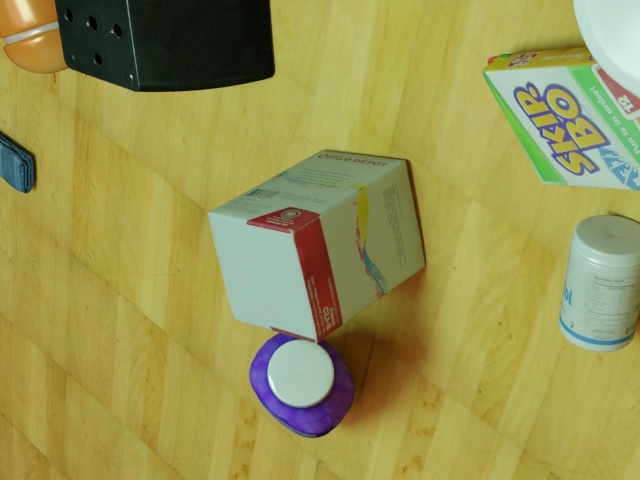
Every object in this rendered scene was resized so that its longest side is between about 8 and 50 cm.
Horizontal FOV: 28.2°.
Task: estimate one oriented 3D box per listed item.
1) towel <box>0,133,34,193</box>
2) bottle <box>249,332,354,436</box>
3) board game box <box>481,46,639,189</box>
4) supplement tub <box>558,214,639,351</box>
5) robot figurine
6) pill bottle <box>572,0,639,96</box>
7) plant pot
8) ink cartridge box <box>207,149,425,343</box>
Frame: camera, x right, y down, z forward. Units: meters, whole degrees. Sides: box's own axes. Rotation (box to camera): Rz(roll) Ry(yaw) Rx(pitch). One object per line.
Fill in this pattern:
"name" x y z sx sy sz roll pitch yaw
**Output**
"towel" -0.457 -0.119 1.842 0.119 0.029 0.067 32 133 29
"bottle" -0.020 0.155 1.385 0.118 0.092 0.283 41 172 7
"board game box" 0.229 -0.099 1.037 0.124 0.039 0.259 58 162 -20
"supplement tub" 0.253 0.039 1.134 0.071 0.071 0.107 27 130 34
"robot figurine" -0.341 -0.296 1.529 0.158 0.128 0.220 -16 104 10
"pill bottle" 0.281 -0.187 0.823 0.130 0.245 0.131 27 132 34
"plant pot" -0.178 -0.252 1.347 0.187 0.167 0.188 23 129 38
"ink cartridge box" 0.000 0.000 1.303 0.128 0.176 0.127 12 124 44
